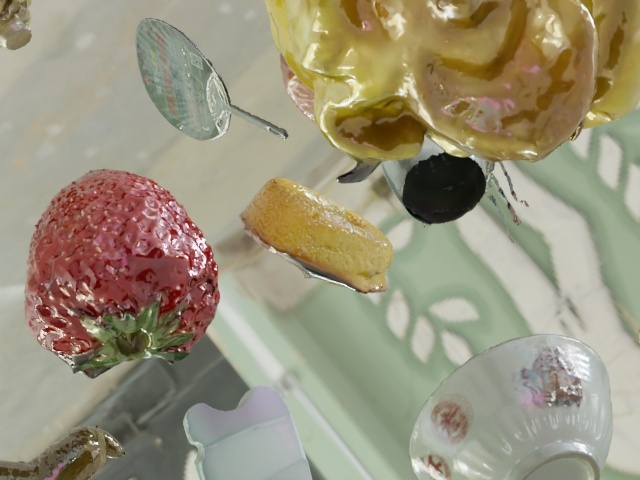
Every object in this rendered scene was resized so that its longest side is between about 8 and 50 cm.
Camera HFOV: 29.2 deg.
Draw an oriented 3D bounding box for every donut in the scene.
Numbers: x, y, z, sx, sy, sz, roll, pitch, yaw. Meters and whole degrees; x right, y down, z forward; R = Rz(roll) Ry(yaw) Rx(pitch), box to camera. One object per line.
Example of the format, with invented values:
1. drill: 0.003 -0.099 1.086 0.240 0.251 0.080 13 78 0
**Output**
1. donut: -0.002 -0.001 1.858 0.118 0.253 0.253 -58 166 5

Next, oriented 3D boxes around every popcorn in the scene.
1. popcorn: 0.086 -0.166 0.984 0.297 0.316 0.281 3 118 -49

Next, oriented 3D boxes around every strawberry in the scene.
1. strawberry: -0.271 0.026 1.606 0.257 0.277 0.257 -16 147 -10

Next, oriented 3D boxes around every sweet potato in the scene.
1. sweet potato: -0.397 0.308 1.593 0.310 0.124 0.098 0 175 -27

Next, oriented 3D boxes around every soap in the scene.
1. soap: -0.082 0.281 1.436 0.115 0.208 0.347 -18 172 -9

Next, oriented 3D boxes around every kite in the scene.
1. kite: 0.254 -0.103 1.839 0.015 0.245 0.141 -5 133 -16

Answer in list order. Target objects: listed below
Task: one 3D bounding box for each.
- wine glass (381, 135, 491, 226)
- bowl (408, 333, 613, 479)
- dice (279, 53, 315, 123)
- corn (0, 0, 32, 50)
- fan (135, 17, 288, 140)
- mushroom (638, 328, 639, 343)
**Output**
1. wine glass: 0.127 -0.125 1.506 0.126 0.126 0.241 -45 -151 22
2. bowl: 0.314 0.316 1.817 0.337 0.157 0.337 -11 126 -15
3. dice: 0.052 -0.291 1.963 0.179 0.175 0.174 -8 142 29
4. corn: -0.375 -0.279 1.092 0.097 0.320 0.097 -44 167 -13
5. fan: -0.191 -0.248 1.890 0.294 0.223 0.012 5 -140 48
6. mushroom: 0.569 0.107 1.982 0.084 0.071 0.209 -88 -175 -58
